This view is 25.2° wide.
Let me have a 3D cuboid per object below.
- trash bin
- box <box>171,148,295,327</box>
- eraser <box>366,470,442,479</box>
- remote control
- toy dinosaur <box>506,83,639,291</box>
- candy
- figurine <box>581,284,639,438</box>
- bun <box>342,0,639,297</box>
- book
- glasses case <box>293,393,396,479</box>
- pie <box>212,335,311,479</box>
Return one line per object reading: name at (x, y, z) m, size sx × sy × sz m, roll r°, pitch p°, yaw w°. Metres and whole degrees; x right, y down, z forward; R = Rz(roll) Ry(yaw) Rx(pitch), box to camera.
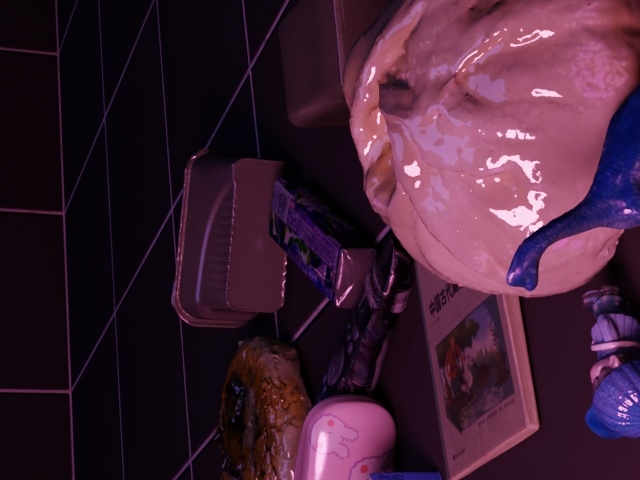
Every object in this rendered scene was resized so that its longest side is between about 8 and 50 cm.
trash bin at (0.037, -0.235, 1.738) m, size 0.240 × 0.122 × 0.164 m, roll 164°, pitch 101°, yaw -71°
box at (-0.128, -0.001, 2.144) m, size 0.178 × 0.138 × 0.274 m, roll -176°, pitch 89°, yaw -65°
eraser at (0.087, 0.282, 1.587) m, size 0.027 × 0.084 × 0.063 m, roll -108°, pitch 28°, yaw -42°
remote control at (0.063, 0.114, 1.718) m, size 0.090 × 0.066 × 0.266 m, roll -101°, pitch 28°, yaw -54°
toy dinosaur at (0.232, -0.080, 1.119) m, size 0.075 × 0.188 × 0.248 m, roll 12°, pitch 97°, yaw 62°
candy at (0.000, 0.000, 1.897) m, size 0.312 × 0.061 × 0.088 m, roll -133°, pitch 48°, yaw -63°
figurine at (0.260, 0.102, 1.205) m, size 0.079 × 0.077 × 0.136 m, roll -15°, pitch 51°, yaw 33°
bun at (0.146, -0.132, 1.311) m, size 0.365 × 0.219 × 0.365 m, roll -175°, pitch 90°, yaw -66°
book at (0.159, 0.093, 1.515) m, size 0.215 × 0.025 × 0.283 m, roll 127°, pitch 140°, yaw -59°
glasses case at (0.021, 0.329, 1.717) m, size 0.075 × 0.113 × 0.297 m, roll -146°, pitch 61°, yaw -65°
pie at (-0.080, 0.291, 2.048) m, size 0.371 × 0.078 × 0.296 m, roll -124°, pitch 43°, yaw -59°
